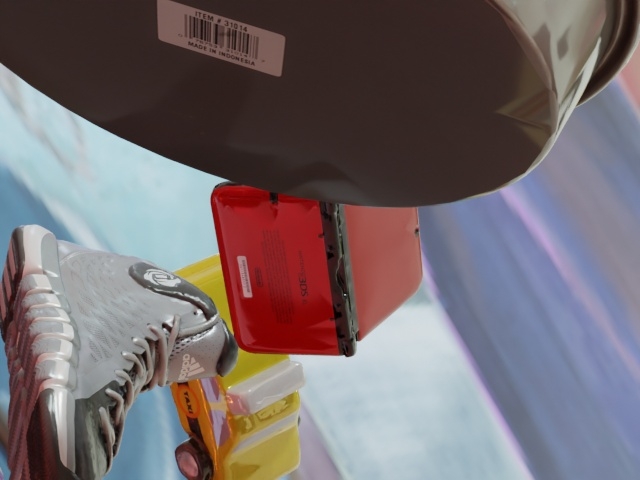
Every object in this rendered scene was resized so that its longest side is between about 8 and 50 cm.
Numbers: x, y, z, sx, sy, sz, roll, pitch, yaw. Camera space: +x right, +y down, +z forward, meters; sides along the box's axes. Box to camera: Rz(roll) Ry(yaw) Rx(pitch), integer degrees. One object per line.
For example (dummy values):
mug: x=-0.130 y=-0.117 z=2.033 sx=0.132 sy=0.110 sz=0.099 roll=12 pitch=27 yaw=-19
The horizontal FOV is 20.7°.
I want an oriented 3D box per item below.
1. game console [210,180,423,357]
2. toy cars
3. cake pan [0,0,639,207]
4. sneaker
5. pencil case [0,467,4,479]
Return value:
game console: x=0.000 y=0.000 z=1.191 sx=0.124 sy=0.144 sz=0.085 roll=1 pitch=37 yaw=12
toy cars: x=-0.090 y=0.203 z=1.280 sx=0.087 sy=0.176 sz=0.394 roll=0 pitch=68 yaw=51
cake pan: x=-0.028 y=-0.096 z=0.657 sx=0.293 sy=0.293 sz=0.054 roll=-16 pitch=50 yaw=55
sneaker: x=-0.104 y=0.074 z=0.965 sx=0.229 sy=0.132 sz=0.086 roll=-106 pitch=30 yaw=-49
pencil case: x=-0.206 y=0.130 z=0.540 sx=0.124 sy=0.113 sz=0.273 roll=-25 pitch=6 yaw=23
